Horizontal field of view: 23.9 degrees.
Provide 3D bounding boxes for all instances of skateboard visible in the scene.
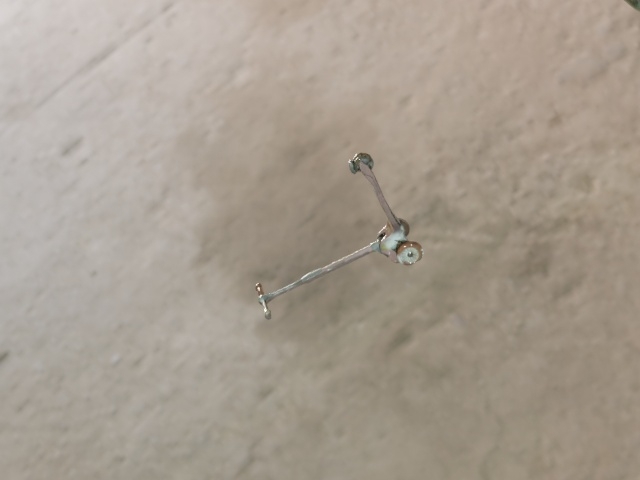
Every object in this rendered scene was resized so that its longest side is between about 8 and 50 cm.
[{"bbox_3d":[0.000,0.000,0.733,0.083,0.064,0.032,-28,33,3],"label":"skateboard"}]

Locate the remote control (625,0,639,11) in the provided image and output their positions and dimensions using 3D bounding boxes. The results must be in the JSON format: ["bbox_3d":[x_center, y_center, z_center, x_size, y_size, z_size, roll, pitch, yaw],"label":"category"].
[{"bbox_3d":[0.220,-0.259,0.673,0.335,0.066,0.128,-56,45,21],"label":"remote control"}]
